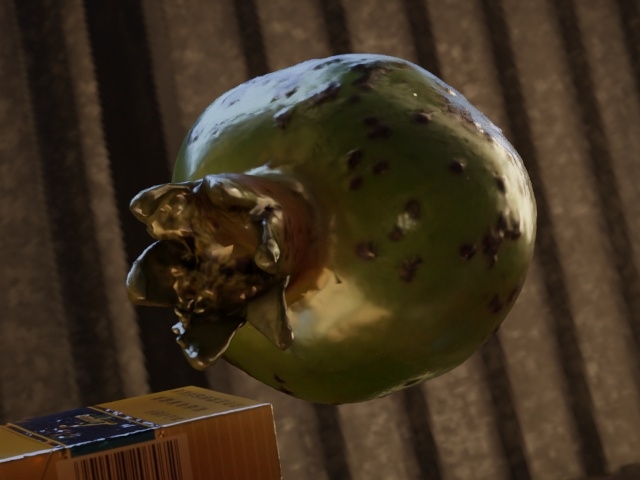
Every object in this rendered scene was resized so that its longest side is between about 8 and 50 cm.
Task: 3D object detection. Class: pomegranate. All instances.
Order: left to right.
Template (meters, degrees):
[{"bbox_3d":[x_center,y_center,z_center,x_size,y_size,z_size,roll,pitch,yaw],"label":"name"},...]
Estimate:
[{"bbox_3d":[0.017,-0.001,0.903,0.231,0.286,0.230,0,-81,2],"label":"pomegranate"}]

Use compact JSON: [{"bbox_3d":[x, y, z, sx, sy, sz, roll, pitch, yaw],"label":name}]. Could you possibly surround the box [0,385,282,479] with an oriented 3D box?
[{"bbox_3d":[-0.167,0.164,1.118,0.237,0.152,0.070,-7,-86,-27],"label":"box"}]
